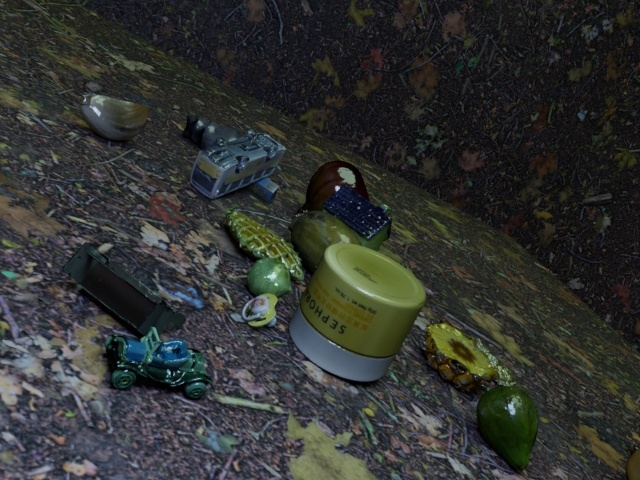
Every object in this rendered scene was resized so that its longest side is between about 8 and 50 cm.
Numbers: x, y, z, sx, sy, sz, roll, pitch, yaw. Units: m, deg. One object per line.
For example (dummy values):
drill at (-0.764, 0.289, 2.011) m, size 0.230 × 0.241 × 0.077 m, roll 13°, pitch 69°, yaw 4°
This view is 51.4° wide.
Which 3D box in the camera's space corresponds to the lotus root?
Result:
lotus root at (-0.002, 0.000, 1.660) m, size 0.154 × 0.154 × 0.278 m, roll 17°, pitch 20°, yaw -42°

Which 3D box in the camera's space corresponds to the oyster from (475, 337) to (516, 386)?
oyster at (0.457, 0.335, 1.748) m, size 0.122 × 0.045 × 0.146 m, roll 42°, pitch 13°, yaw -21°

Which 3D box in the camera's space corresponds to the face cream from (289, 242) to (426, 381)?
face cream at (0.071, 0.134, 1.295) m, size 0.218 × 0.179 × 0.218 m, roll 22°, pitch 22°, yaw -9°

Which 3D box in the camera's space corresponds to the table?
table at (-0.292, 0.086, 1.011) m, size 0.146 × 0.062 × 0.175 m, roll 35°, pitch -16°, yaw 10°

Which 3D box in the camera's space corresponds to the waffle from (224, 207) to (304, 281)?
waffle at (-0.133, 0.007, 1.562) m, size 0.208 × 0.054 × 0.214 m, roll 28°, pitch 14°, yaw -26°

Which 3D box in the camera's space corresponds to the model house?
model house at (0.092, -0.036, 1.834) m, size 0.194 × 0.211 × 0.170 m, roll 40°, pitch 20°, yaw 29°

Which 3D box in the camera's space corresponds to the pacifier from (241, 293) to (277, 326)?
pacifier at (-0.108, 0.140, 1.251) m, size 0.083 × 0.068 × 0.064 m, roll -88°, pitch 156°, yaw -52°

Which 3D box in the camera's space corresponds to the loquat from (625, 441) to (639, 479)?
loquat at (0.800, 0.545, 1.507) m, size 0.187 × 0.176 × 0.234 m, roll 17°, pitch 12°, yaw -44°

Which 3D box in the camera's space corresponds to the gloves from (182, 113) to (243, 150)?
gloves at (-0.304, -0.291, 2.059) m, size 0.286 × 0.119 × 0.142 m, roll 35°, pitch 47°, yaw -4°

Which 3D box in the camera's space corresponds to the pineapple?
pineapple at (0.318, 0.279, 1.565) m, size 0.225 × 0.076 × 0.225 m, roll 28°, pitch 19°, yaw -11°

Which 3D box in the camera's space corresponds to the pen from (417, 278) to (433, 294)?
pen at (0.257, 0.118, 2.007) m, size 0.197 × 0.032 × 0.053 m, roll 28°, pitch 16°, yaw -5°

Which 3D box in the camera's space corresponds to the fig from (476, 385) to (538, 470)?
fig at (0.378, 0.380, 1.336) m, size 0.123 × 0.123 × 0.156 m, roll 26°, pitch 47°, yaw -22°

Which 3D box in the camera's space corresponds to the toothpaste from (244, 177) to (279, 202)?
toothpaste at (-0.220, -0.180, 1.969) m, size 0.193 × 0.070 × 0.044 m, roll 34°, pitch 46°, yaw 5°

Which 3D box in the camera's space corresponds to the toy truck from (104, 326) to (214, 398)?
toy truck at (-0.216, 0.161, 0.923) m, size 0.154 × 0.078 × 0.080 m, roll 20°, pitch 22°, yaw -37°

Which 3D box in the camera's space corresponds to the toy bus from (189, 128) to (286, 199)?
toy bus at (-0.220, -0.213, 1.806) m, size 0.097 × 0.138 × 0.342 m, roll 38°, pitch 31°, yaw 10°

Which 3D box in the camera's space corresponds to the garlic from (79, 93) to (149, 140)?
garlic at (-0.520, -0.303, 1.667) m, size 0.087 × 0.101 × 0.196 m, roll 5°, pitch 2°, yaw 41°

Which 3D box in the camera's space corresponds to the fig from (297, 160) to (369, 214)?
fig at (0.045, -0.128, 2.017) m, size 0.215 × 0.234 × 0.235 m, roll -3°, pitch 10°, yaw 13°

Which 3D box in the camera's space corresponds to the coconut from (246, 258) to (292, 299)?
coconut at (-0.101, 0.082, 1.354) m, size 0.096 × 0.087 × 0.088 m, roll 23°, pitch 17°, yaw -6°
